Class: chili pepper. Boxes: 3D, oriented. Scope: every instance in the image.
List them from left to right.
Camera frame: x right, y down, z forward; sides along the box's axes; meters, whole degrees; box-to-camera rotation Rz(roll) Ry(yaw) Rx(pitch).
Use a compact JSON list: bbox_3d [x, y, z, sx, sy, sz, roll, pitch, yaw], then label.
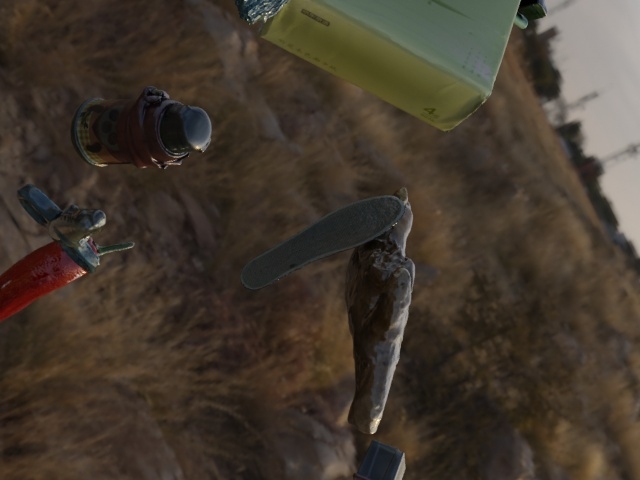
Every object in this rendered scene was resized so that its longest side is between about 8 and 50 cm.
[{"bbox_3d":[-0.543,0.073,1.997,0.091,0.368,0.137,66,9,10],"label":"chili pepper"}]

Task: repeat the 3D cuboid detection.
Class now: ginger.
[{"bbox_3d":[0.071,0.064,1.282,0.333,0.080,0.166,-79,-176,-51],"label":"ginger"}]

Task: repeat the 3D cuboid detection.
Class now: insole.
[{"bbox_3d":[0.000,0.000,1.328,0.003,0.232,0.080,60,6,-44],"label":"insole"}]

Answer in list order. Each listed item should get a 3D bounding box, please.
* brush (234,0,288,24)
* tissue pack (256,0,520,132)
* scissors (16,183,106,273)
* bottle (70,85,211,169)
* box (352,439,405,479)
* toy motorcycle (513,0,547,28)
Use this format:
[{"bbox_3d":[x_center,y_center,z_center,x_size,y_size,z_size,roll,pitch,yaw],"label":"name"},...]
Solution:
[{"bbox_3d":[0.015,-0.227,0.752,0.021,0.196,0.070,42,-22,34],"label":"brush"},{"bbox_3d":[0.074,-0.241,1.064,0.234,0.125,0.159,26,67,-12],"label":"tissue pack"},{"bbox_3d":[-0.285,-0.016,1.189,0.138,0.041,0.289,53,-20,-13],"label":"scissors"},{"bbox_3d":[-0.324,-0.211,1.924,0.143,0.271,0.156,-60,138,-39],"label":"bottle"},{"bbox_3d":[0.084,0.319,1.424,0.084,0.060,0.063,78,35,-59],"label":"box"},{"bbox_3d":[0.336,-0.538,1.985,0.331,0.196,0.125,29,59,-46],"label":"toy motorcycle"}]
